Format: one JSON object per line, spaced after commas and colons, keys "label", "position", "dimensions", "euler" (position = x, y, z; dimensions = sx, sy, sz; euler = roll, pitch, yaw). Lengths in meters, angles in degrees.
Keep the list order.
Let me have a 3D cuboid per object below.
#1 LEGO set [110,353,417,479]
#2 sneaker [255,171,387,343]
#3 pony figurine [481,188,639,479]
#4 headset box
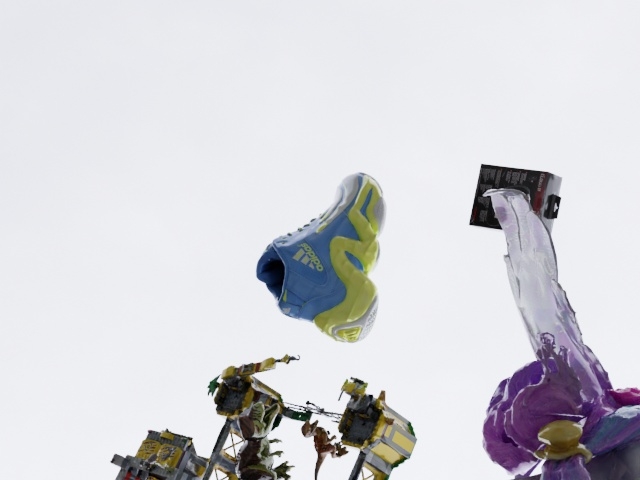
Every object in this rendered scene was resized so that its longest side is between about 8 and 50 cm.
{"label": "LEGO set", "position": [-0.078, 0.235, 1.372], "dimensions": [0.331, 0.192, 0.255], "euler": [15, -109, 49]}
{"label": "sneaker", "position": [0.000, 0.000, 1.322], "dimensions": [0.126, 0.091, 0.240], "euler": [15, -141, -11]}
{"label": "pony figurine", "position": [0.184, 0.148, 0.686], "dimensions": [0.363, 0.303, 0.351], "euler": [-29, -76, -29]}
{"label": "headset box", "position": [0.188, -0.036, 1.178], "dimensions": [0.083, 0.032, 0.062], "euler": [9, -92, 37]}
